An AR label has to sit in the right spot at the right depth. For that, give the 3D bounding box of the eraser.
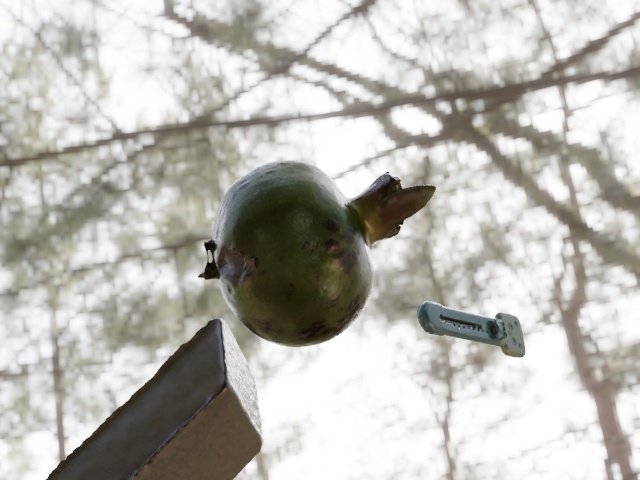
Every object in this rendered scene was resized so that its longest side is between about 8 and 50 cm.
[{"bbox_3d":[-0.175,0.227,1.364,0.352,0.077,0.111,-45,-40,-19],"label":"eraser"}]

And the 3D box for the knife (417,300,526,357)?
[{"bbox_3d":[0.085,0.047,0.840,0.010,0.027,0.096,-25,-25,36],"label":"knife"}]

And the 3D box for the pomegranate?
[{"bbox_3d":[0.000,0.000,0.978,0.161,0.122,0.122,-26,-26,0],"label":"pomegranate"}]
